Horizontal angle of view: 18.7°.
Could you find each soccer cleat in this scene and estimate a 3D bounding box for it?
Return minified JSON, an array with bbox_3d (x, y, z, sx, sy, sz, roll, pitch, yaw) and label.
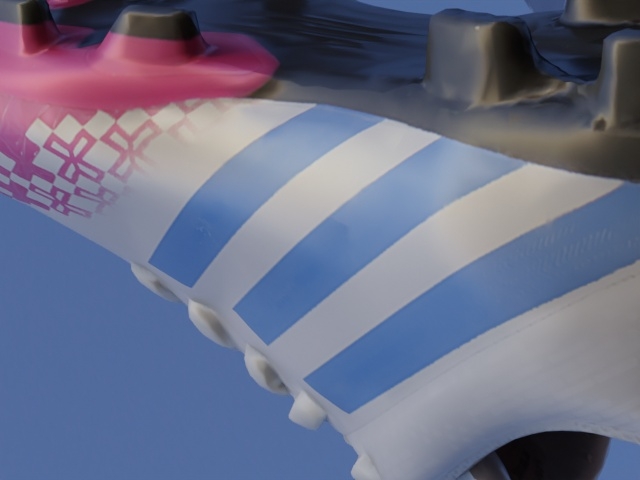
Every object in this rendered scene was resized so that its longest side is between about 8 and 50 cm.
[{"bbox_3d":[0.000,0.000,0.478,0.116,0.331,0.143,-25,-65,-37],"label":"soccer cleat"}]

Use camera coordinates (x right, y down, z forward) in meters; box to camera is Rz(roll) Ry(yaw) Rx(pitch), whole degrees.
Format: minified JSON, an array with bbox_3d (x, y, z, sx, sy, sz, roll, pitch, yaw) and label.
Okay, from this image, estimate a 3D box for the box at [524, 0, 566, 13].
[{"bbox_3d":[0.161,-0.250,0.936,0.077,0.242,0.307,5,-73,-2],"label":"box"}]
